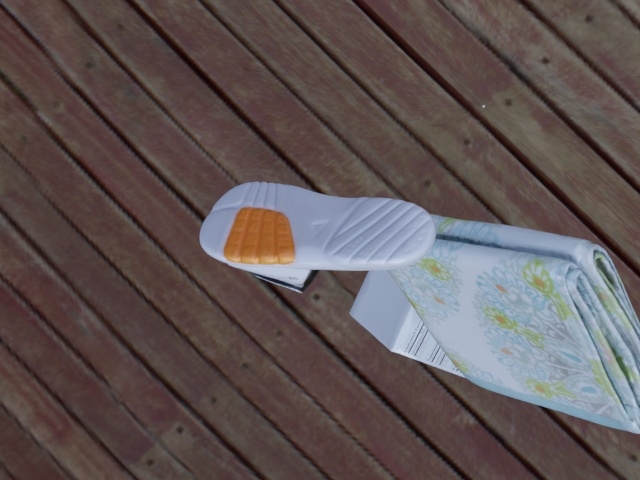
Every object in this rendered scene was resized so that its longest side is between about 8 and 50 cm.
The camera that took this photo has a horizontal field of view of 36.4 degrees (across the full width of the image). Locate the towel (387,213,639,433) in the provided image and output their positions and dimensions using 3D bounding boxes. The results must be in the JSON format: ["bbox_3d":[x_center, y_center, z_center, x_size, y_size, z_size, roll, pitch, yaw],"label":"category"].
[{"bbox_3d":[0.266,0.101,1.323,0.090,0.374,0.320,-49,124,-24],"label":"towel"}]

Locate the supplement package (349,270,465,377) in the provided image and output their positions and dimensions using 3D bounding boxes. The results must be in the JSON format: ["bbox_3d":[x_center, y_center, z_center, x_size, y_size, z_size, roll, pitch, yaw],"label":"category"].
[{"bbox_3d":[0.198,0.129,1.729,0.203,0.194,0.149,22,97,-25],"label":"supplement package"}]

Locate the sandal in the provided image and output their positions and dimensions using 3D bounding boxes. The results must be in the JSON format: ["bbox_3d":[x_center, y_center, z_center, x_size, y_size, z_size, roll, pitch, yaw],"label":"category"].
[{"bbox_3d":[-0.004,0.008,0.949,0.265,0.076,0.102,8,55,34],"label":"sandal"}]
